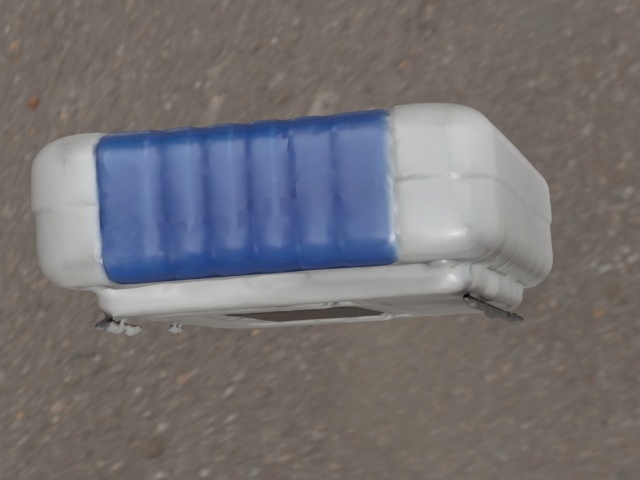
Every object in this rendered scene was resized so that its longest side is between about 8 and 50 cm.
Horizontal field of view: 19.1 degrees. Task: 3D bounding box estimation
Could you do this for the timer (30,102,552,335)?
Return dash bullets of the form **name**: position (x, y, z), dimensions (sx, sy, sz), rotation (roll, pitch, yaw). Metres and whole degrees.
- **timer**: position (0.000, 0.000, 0.793), dimensions (0.178, 0.253, 0.078), rotation (-5, 85, 13)
